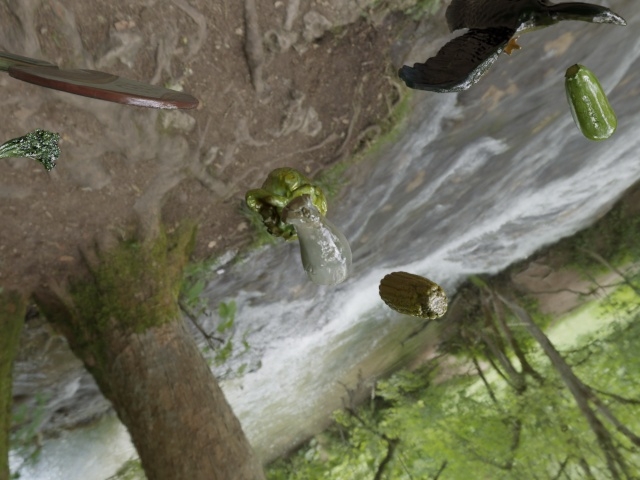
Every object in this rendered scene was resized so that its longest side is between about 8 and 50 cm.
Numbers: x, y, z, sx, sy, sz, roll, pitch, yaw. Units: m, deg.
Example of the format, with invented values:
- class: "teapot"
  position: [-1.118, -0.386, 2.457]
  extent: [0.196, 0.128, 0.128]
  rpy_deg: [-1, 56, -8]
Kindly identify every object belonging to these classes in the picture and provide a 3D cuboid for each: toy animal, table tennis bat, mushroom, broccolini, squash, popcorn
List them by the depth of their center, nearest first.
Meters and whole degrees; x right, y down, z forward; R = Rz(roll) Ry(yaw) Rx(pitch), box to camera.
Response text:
- class: "toy animal"
  position: [0.225, -0.266, 0.495]
  extent: [0.160, 0.197, 0.272]
  rpy_deg: [-33, 142, -76]
- class: "table tennis bat"
  position: [-0.291, -0.190, 0.522]
  extent: [0.173, 0.302, 0.022]
  rpy_deg: [-57, 161, -69]
- class: "broccolini"
  position: [-0.419, -0.088, 0.552]
  extent: [0.194, 0.054, 0.052]
  rpy_deg: [-32, 158, -16]
- class: "squash"
  position: [0.506, -0.256, 0.838]
  extent: [0.066, 0.066, 0.201]
  rpy_deg: [-44, 130, 16]
- class: "mushroom"
  position: [0.000, 0.000, 0.955]
  extent: [0.116, 0.093, 0.225]
  rpy_deg: [-30, 133, -13]
- class: "popcorn"
  position: [-0.091, -0.089, 1.110]
  extent: [0.213, 0.198, 0.197]
  rpy_deg: [-16, 146, -48]

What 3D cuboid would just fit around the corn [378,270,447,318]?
- class: "corn"
  position: [0.264, 0.158, 1.311]
  extent: [0.130, 0.130, 0.347]
  rpy_deg: [-27, -176, -10]
